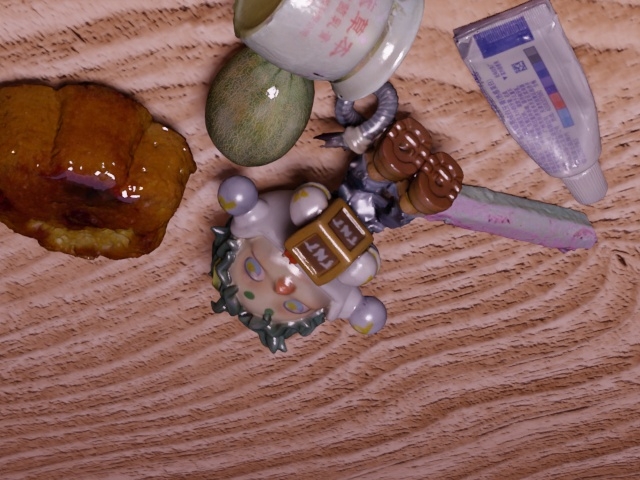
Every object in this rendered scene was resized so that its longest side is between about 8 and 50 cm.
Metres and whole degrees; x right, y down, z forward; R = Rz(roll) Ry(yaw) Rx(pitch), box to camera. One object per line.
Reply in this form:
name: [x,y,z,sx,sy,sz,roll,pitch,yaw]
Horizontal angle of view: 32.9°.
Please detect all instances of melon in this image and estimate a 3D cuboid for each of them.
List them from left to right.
melon: [-0.067,-0.146,1.193,0.114,0.114,0.167,14,140,-13]

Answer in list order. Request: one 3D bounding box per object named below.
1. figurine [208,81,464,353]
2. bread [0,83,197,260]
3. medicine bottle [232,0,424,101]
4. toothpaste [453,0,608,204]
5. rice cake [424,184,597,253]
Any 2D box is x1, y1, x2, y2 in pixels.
figurine: [0.001,0.004,1.309,0.261,0.186,0.382,54,136,-1]
bread: [-0.274,-0.073,1.290,0.247,0.135,0.232,9,147,-6]
medicine bottle: [0.009,-0.225,1.052,0.143,0.147,0.147,26,138,-28]
toothpaste: [0.254,-0.145,1.218,0.099,0.068,0.282,-36,124,2]
rice cake: [0.207,-0.028,1.376,0.290,0.051,0.081,13,142,-11]
